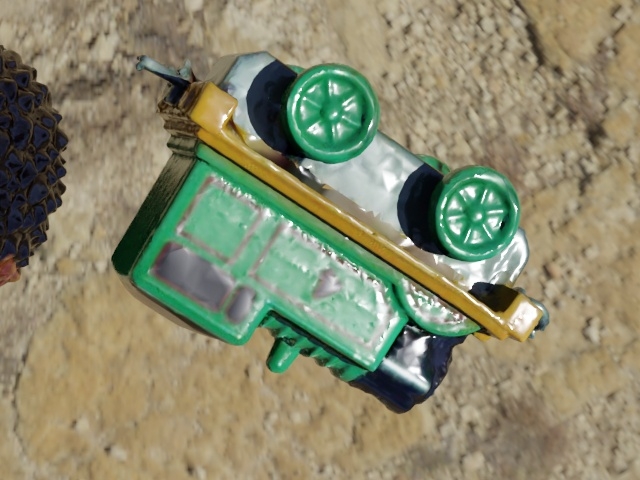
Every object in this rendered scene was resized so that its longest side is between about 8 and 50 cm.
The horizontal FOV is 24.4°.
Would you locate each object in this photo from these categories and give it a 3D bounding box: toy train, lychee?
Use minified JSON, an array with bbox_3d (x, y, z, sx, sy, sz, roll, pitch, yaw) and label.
[{"bbox_3d":[0.000,0.000,0.666,0.228,0.091,0.136,35,86,-17],"label":"toy train"},{"bbox_3d":[-0.234,-0.043,0.833,0.188,0.188,0.188,-3,114,-8],"label":"lychee"}]
